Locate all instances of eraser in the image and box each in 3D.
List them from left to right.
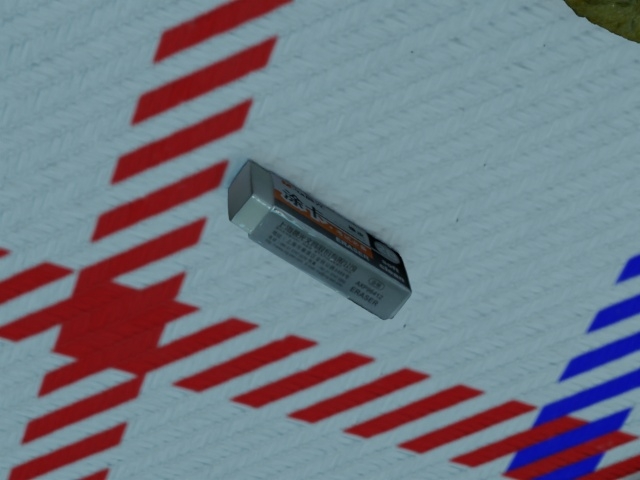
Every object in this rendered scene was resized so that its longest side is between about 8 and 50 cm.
[{"bbox_3d":[0.000,0.000,0.698,0.122,0.052,0.029,31,110,-20],"label":"eraser"}]

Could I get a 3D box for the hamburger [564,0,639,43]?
[{"bbox_3d":[0.181,-0.200,0.585,0.183,0.130,0.206,13,97,-13],"label":"hamburger"}]
